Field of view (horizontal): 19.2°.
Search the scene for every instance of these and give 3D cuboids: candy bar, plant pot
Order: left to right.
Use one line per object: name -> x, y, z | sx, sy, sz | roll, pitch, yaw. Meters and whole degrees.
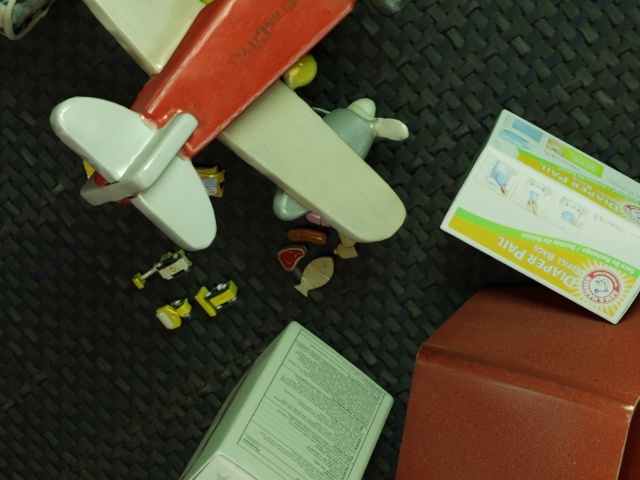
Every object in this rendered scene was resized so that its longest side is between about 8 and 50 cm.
candy bar -> -0.179, -0.066, 2.038 | 0.161, 0.018, 0.040 | 2, 117, 15
plant pot -> 0.223, 0.187, 1.913 | 0.235, 0.267, 0.267 | 19, 118, 20

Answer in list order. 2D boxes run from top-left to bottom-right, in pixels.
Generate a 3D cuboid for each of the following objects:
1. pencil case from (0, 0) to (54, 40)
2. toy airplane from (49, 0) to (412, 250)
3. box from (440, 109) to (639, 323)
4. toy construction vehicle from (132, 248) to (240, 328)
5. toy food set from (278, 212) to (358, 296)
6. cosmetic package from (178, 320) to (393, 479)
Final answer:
pencil case -> -0.419, -0.384, 1.880 | 0.410, 0.160, 0.183 | 38, 152, -2
toy airplane -> -0.098, -0.178, 1.823 | 0.384, 0.272, 0.386 | -5, 103, -15
box -> 0.239, -0.024, 1.882 | 0.203, 0.114, 0.103 | 29, 117, 1
toy construction vehicle -> -0.147, 0.050, 2.076 | 0.098, 0.035, 0.086 | -29, 114, 28
toy food set -> 0.000, 0.000, 2.017 | 0.078, 0.019, 0.122 | 47, 125, -7
cosmetic package -> -0.043, 0.229, 1.972 | 0.153, 0.296, 0.129 | 40, 117, -3
